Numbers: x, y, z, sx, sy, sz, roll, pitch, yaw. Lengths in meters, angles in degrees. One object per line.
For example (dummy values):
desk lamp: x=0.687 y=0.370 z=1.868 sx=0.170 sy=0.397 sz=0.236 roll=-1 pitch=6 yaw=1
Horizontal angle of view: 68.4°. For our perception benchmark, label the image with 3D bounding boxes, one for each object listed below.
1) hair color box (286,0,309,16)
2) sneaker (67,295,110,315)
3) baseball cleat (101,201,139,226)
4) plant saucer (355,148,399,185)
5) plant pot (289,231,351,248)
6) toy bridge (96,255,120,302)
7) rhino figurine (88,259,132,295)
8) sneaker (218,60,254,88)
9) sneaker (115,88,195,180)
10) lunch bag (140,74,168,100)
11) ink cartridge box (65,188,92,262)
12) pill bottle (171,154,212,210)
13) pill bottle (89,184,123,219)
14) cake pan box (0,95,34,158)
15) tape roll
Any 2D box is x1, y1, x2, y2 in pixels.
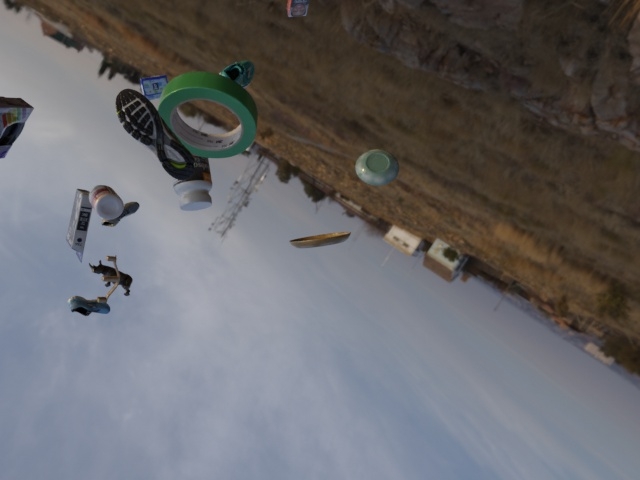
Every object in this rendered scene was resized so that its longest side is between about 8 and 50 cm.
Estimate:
hair color box: x=-0.079 y=-0.864 z=1.696 sx=0.072 sy=0.043 sz=0.141 roll=-9 pitch=177 yaw=-9
sneaker: x=-0.907 y=0.272 z=1.846 sx=0.162 sy=0.063 sz=0.073 roll=20 pitch=-148 yaw=-44
baseball cleat: x=-1.028 y=-0.126 z=2.428 sx=0.072 sy=0.206 sz=0.109 roll=63 pitch=-179 yaw=-42
plant saucer: x=0.252 y=-0.334 z=2.078 sx=0.195 sy=0.195 sz=0.037 roll=35 pitch=162 yaw=18
plant pot: x=0.000 y=0.000 z=1.775 sx=0.236 sy=0.032 sz=0.236 roll=-9 pitch=-176 yaw=1
toy bridge: x=-0.804 y=0.147 z=1.803 sx=0.063 sy=0.188 sz=0.026 roll=9 pitch=-170 yaw=-44
rhino figurine: x=-1.035 y=0.175 z=2.325 sx=0.243 sy=0.073 sz=0.106 roll=39 pitch=-158 yaw=-34
sneaker: x=-0.346 y=-0.690 z=1.962 sx=0.107 sy=0.110 sz=0.275 roll=49 pitch=-139 yaw=-14
sneaker: x=-0.493 y=-0.312 z=1.403 sx=0.300 sy=0.111 sz=0.121 roll=56 pitch=173 yaw=-22
lunch bag: x=-0.837 y=-0.779 z=2.377 sx=0.096 sy=0.128 sz=0.151 roll=68 pitch=159 yaw=10
ink cartridge box: x=-1.161 y=-0.073 z=2.263 sx=0.065 sy=0.333 sz=0.165 roll=8 pitch=-172 yaw=-38
pill bottle: x=-0.536 y=-0.273 z=1.952 sx=0.162 sy=0.162 sz=0.278 roll=13 pitch=-115 yaw=-70
pill bottle: x=-0.694 y=-0.129 z=1.517 sx=0.086 sy=0.086 sz=0.152 roll=27 pitch=-176 yaw=-40
cake pan box: x=-1.166 y=-0.391 z=1.663 sx=0.070 sy=0.246 sz=0.267 roll=39 pitch=-169 yaw=-9
tape roll: x=-0.371 y=-0.406 z=1.562 sx=0.321 sy=0.321 sz=0.077 roll=27 pitch=-130 yaw=-36
